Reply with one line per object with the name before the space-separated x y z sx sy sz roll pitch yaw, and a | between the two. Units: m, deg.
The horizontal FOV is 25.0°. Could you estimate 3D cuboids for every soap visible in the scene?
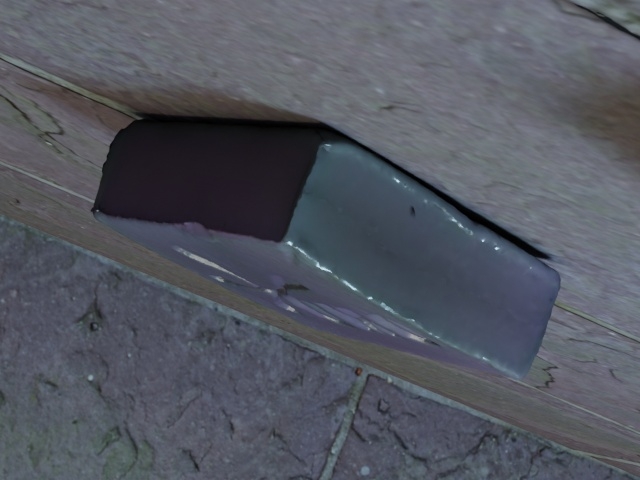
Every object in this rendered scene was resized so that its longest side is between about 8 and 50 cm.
soap | 0.000 0.000 1.187 0.285 0.107 0.296 30 167 -34
